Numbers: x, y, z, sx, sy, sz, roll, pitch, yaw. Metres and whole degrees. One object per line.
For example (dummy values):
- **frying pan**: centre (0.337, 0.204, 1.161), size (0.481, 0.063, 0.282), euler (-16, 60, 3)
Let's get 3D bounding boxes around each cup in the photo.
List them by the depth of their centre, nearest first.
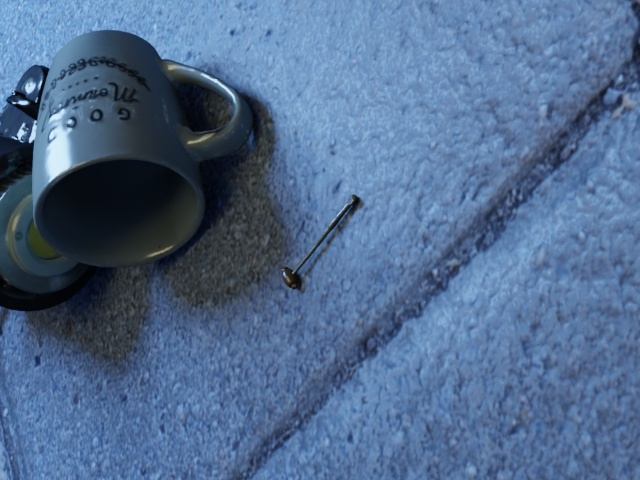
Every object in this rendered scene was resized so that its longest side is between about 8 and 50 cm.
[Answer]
- **cup**: centre (-0.200, -0.127, 1.637), size (0.258, 0.186, 0.234), euler (-19, 51, 13)

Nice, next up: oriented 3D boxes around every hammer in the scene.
- **hammer**: centre (0.000, 0.000, 1.461), size (0.123, 0.014, 0.029), euler (-51, 54, 23)

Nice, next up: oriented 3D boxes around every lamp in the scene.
- **lamp**: centre (-0.398, -0.018, 1.781), size (0.374, 0.205, 0.272), euler (-55, 39, 8)
